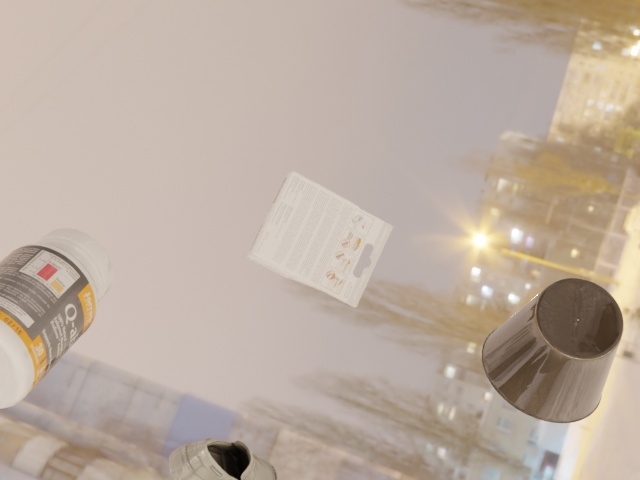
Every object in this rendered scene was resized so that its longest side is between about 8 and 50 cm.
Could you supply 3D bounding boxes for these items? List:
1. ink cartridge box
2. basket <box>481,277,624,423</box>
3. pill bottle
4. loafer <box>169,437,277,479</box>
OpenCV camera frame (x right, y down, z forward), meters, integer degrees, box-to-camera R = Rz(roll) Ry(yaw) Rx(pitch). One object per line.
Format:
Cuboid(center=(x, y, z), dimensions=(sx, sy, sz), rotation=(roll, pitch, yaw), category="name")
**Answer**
Cuboid(center=(0.000, 0.000, 1.827), dimensions=(0.181, 0.224, 0.056), rotation=(-64, 13, -11), category="ink cartridge box")
Cuboid(center=(0.360, 0.160, 1.466), dimensions=(0.154, 0.204, 0.227), rotation=(-54, -15, -24), category="basket")
Cuboid(center=(-0.423, 0.102, 1.407), dimensions=(0.278, 0.162, 0.162), rotation=(-57, -22, -56), category="pill bottle")
Cuboid(center=(-0.180, 0.477, 2.027), dimensions=(0.319, 0.111, 0.112), rotation=(27, -144, -54), category="loafer")
